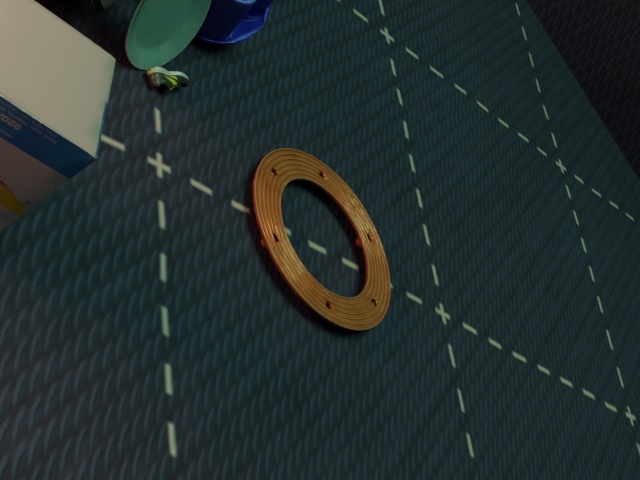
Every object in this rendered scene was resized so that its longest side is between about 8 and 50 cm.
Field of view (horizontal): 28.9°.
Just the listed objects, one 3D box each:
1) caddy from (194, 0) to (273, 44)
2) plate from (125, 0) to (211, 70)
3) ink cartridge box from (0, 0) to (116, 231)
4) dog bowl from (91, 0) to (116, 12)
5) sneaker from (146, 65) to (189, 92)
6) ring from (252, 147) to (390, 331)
[{"bbox_3d":[-0.198,-0.490,2.052,0.241,0.179,0.341,-42,99,-37],"label":"caddy"},{"bbox_3d":[-0.234,-0.344,1.884,0.024,0.188,0.188,37,25,18],"label":"plate"},{"bbox_3d":[-0.378,-0.138,1.415,0.168,0.233,0.171,34,39,-33],"label":"ink cartridge box"},{"bbox_3d":[-0.299,-0.533,1.716,0.408,0.150,0.408,163,-90,-85],"label":"dog bowl"},{"bbox_3d":[-0.237,-0.244,1.923,0.083,0.031,0.035,7,71,-49],"label":"sneaker"},{"bbox_3d":[0.000,0.000,2.055,0.336,0.032,0.336,35,38,-34],"label":"ring"}]
